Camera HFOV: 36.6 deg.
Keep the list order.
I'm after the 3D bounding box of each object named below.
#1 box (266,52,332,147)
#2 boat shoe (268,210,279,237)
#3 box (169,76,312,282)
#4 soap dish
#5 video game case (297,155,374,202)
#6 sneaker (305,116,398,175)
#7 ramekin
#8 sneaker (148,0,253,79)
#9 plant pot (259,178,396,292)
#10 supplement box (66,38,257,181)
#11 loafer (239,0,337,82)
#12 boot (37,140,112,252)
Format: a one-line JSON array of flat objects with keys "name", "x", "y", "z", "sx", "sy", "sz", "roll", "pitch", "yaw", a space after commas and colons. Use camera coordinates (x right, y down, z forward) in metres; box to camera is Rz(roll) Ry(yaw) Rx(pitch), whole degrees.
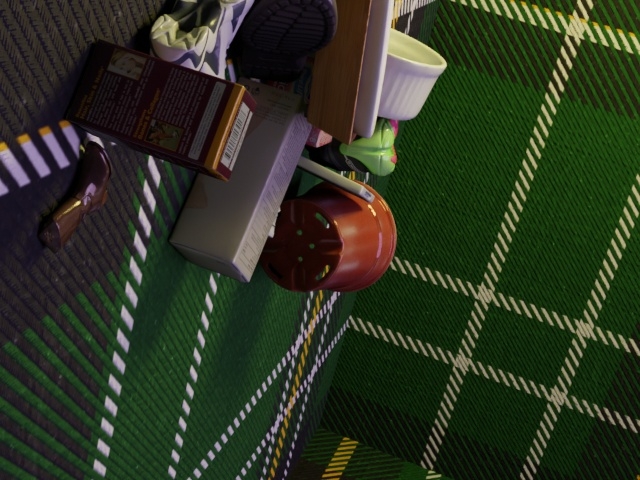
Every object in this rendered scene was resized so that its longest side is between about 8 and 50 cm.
[{"name": "box", "x": -0.017, "y": -0.317, "z": 1.819, "sx": 0.122, "sy": 0.128, "sz": 0.257, "roll": -35, "pitch": 142, "yaw": -71}, {"name": "boat shoe", "x": -0.126, "y": -0.065, "z": 1.854, "sx": 0.258, "sy": 0.095, "sz": 0.084, "roll": 104, "pitch": 2, "yaw": -84}, {"name": "box", "x": -0.130, "y": -0.101, "z": 1.650, "sx": 0.148, "sy": 0.121, "sz": 0.311, "roll": 72, "pitch": 39, "yaw": -72}, {"name": "soap dish", "x": 0.053, "y": -0.320, "z": 1.633, "sx": 0.229, "sy": 0.118, "sz": 0.291, "roll": -68, "pitch": 166, "yaw": -75}, {"name": "video game case", "x": 0.013, "y": -0.140, "z": 2.071, "sx": 0.023, "sy": 0.201, "sz": 0.183, "roll": -64, "pitch": 169, "yaw": 1}, {"name": "sneaker", "x": 0.059, "y": -0.260, "z": 2.200, "sx": 0.483, "sy": 0.202, "sz": 0.185, "roll": -103, "pitch": -163, "yaw": -79}, {"name": "ramekin", "x": 0.110, "y": -0.360, "z": 2.011, "sx": 0.135, "sy": 0.277, "sz": 0.277, "roll": -68, "pitch": 171, "yaw": 23}, {"name": "sneaker", "x": -0.158, "y": -0.268, "z": 1.324, "sx": 0.153, "sy": 0.094, "sz": 0.235, "roll": 105, "pitch": 5, "yaw": -49}, {"name": "plant pot", "x": 0.000, "y": 0.000, "z": 2.166, "sx": 0.265, "sy": 0.272, "sz": 0.272, "roll": -13, "pitch": 122, "yaw": -67}, {"name": "supplement box", "x": -0.183, "y": -0.151, "z": 1.131, "sx": 0.081, "sy": 0.188, "sz": 0.104, "roll": 44, "pitch": 65, "yaw": -79}, {"name": "loafer", "x": -0.062, "y": -0.349, "z": 1.479, "sx": 0.366, "sy": 0.134, "sz": 0.130, "roll": 157, "pitch": -63, "yaw": -74}, {"name": "boot", "x": -0.297, "y": -0.051, "z": 1.163, "sx": 0.114, "sy": 0.037, "sz": 0.106, "roll": -53, "pitch": 157, "yaw": -44}]
